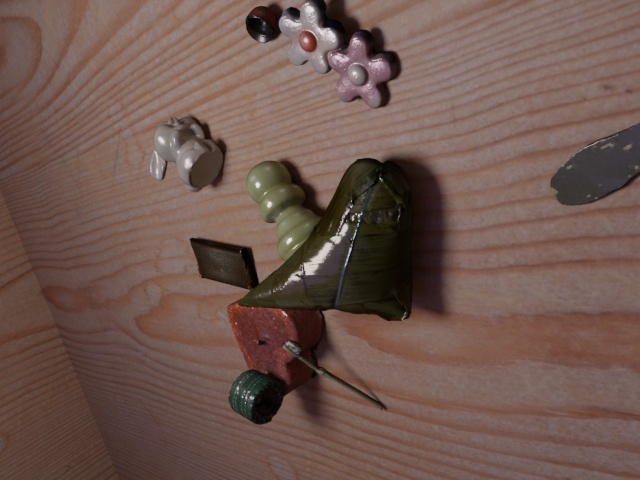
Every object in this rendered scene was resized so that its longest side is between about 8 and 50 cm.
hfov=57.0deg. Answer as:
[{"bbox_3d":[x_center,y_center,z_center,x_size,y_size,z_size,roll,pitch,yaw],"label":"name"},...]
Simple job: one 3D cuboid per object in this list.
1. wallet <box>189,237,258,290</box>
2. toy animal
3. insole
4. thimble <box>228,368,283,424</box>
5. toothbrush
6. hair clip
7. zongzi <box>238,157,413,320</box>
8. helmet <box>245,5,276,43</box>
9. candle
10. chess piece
[{"bbox_3d":[-0.274,0.063,1.662,0.243,0.039,0.133,8,122,42],"label":"wallet"},{"bbox_3d":[-0.350,-0.217,1.523,0.193,0.127,0.179,29,131,28],"label":"toy animal"},{"bbox_3d":[0.443,-0.123,0.862,0.248,0.011,0.081,-35,86,49],"label":"insole"},{"bbox_3d":[-0.162,0.395,1.496,0.090,0.118,0.135,20,157,34],"label":"thimble"},{"bbox_3d":[0.031,0.328,1.422,0.294,0.026,0.028,36,103,-5],"label":"toothbrush"},{"bbox_3d":[0.031,-0.354,1.115,0.257,0.075,0.146,44,131,13],"label":"hair clip"},{"bbox_3d":[0.000,0.000,1.163,0.360,0.160,0.323,-1,109,6],"label":"zongzi"},{"bbox_3d":[-0.119,-0.454,1.222,0.065,0.049,0.084,24,164,-7],"label":"helmet"},{"bbox_3d":[-0.137,0.242,1.553,0.287,0.131,0.317,39,133,28],"label":"candle"},{"bbox_3d":[-0.076,-0.068,1.330,0.251,0.144,0.144,57,139,16],"label":"chess piece"}]
